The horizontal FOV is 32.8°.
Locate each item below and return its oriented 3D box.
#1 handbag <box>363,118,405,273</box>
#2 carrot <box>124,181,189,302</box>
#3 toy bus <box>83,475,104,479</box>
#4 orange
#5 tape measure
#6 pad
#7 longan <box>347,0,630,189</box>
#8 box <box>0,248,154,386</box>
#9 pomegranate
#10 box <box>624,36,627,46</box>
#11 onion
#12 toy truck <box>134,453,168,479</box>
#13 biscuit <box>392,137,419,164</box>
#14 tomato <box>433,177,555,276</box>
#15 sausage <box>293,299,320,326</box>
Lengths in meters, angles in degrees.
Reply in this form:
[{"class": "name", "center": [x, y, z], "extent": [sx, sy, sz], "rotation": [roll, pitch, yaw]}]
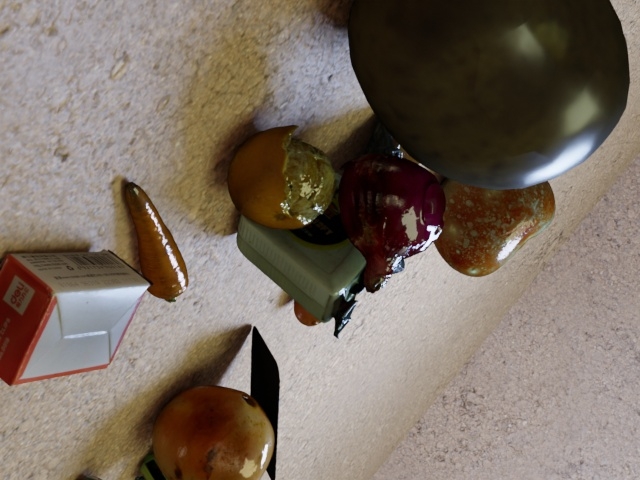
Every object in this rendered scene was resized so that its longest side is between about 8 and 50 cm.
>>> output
[{"class": "handbag", "center": [0.101, -0.066, 1.773], "extent": [0.175, 0.089, 0.270], "rotation": [100, -11, -55]}, {"class": "carrot", "center": [-0.218, -0.002, 1.410], "extent": [0.061, 0.061, 0.256], "rotation": [-42, 149, -24]}, {"class": "toy bus", "center": [-0.417, 0.495, 1.739], "extent": [0.268, 0.106, 0.092], "rotation": [-45, 159, -13]}, {"class": "orange", "center": [-0.052, -0.087, 1.482], "extent": [0.157, 0.134, 0.156], "rotation": [-5, 161, -2]}, {"class": "tape measure", "center": [0.010, 0.007, 1.634], "extent": [0.207, 0.235, 0.115], "rotation": [-37, 158, -36]}, {"class": "pad", "center": [-0.102, 0.254, 2.004], "extent": [0.323, 0.055, 0.250], "rotation": [-92, -175, -64]}, {"class": "longan", "center": [0.225, -0.252, 1.464], "extent": [0.336, 0.404, 0.404], "rotation": [-50, 160, -7]}, {"class": "box", "center": [-0.308, 0.084, 1.282], "extent": [0.182, 0.099, 0.133], "rotation": [-5, 127, -62]}, {"class": "pomegranate", "center": [-0.182, 0.340, 1.854], "extent": [0.209, 0.209, 0.209], "rotation": [-43, 159, -22]}, {"class": "box", "center": [0.336, -0.283, 1.788], "extent": [0.216, 0.301, 0.301], "rotation": [9, 118, -57]}, {"class": "onion", "center": [0.106, -0.024, 1.514], "extent": [0.173, 0.135, 0.198], "rotation": [28, 56, -57]}, {"class": "toy truck", "center": [-0.277, 0.432, 1.984], "extent": [0.100, 0.077, 0.169], "rotation": [-34, 161, -6]}, {"class": "biscuit", "center": [0.179, -0.217, 1.910], "extent": [0.182, 0.034, 0.215], "rotation": [-47, 157, -16]}, {"class": "tomato", "center": [0.347, -0.064, 2.271], "extent": [0.270, 0.222, 0.270], "rotation": [-38, 176, -3]}, {"class": "sausage", "center": [0.018, 0.082, 2.017], "extent": [0.179, 0.089, 0.089], "rotation": [-47, 160, -23]}]
